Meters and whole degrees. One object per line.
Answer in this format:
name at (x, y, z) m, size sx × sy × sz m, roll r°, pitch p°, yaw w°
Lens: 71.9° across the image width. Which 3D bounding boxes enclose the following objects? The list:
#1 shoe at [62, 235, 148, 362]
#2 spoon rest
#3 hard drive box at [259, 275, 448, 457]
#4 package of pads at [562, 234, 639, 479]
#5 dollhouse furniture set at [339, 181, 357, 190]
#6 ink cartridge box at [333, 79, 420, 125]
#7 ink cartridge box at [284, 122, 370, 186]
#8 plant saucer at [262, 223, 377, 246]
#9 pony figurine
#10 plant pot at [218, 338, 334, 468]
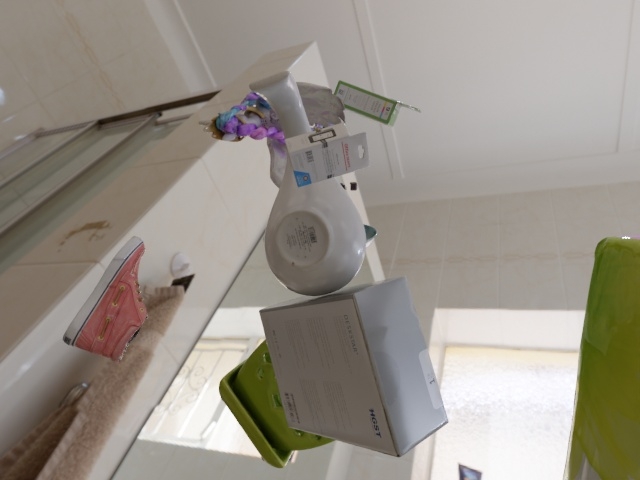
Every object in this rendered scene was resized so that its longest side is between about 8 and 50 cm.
shoe at (-0.280, 0.082, 0.635) m, size 0.081 × 0.178 × 0.063 m, roll 29°, pitch -35°, yaw -13°
spoon rest at (-0.023, -0.066, 0.567) m, size 0.137 × 0.084 × 0.276 m, roll -11°, pitch -90°, yaw 17°
hard drive box at (0.027, 0.157, 0.579) m, size 0.232 × 0.089 × 0.181 m, roll -19°, pitch -95°, yaw 54°
package of pads at (0.272, 0.147, 0.303) m, size 0.101 × 0.229 × 0.297 m, roll 5°, pitch -86°, yaw 2°
dollhouse furniture set at (0.057, -0.116, 1.304) m, size 0.091 × 0.081 × 0.114 m, roll 2°, pitch -86°, yaw 23°
ink cartridge box at (0.140, -0.328, 1.097) m, size 0.209 × 0.109 × 0.062 m, roll 23°, pitch -75°, yaw 9°
ink cartridge box at (0.008, -0.094, 0.475) m, size 0.083 × 0.028 × 0.048 m, roll -16°, pitch -42°, yaw -1°
plant saucer at (0.000, 0.000, 1.231) m, size 0.317 × 0.317 × 0.044 m, roll 2°, pitch -74°, yaw 20°
pony figurine at (-0.086, -0.294, 1.161) m, size 0.351 × 0.363 × 0.303 m, roll 20°, pitch -58°, yaw 12°
plant pot at (-0.053, 0.288, 0.882) m, size 0.207 × 0.227 × 0.228 m, roll -38°, pitch -96°, yaw 8°
